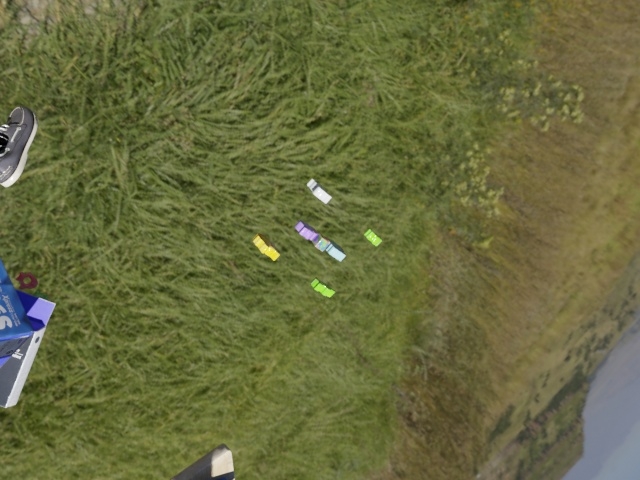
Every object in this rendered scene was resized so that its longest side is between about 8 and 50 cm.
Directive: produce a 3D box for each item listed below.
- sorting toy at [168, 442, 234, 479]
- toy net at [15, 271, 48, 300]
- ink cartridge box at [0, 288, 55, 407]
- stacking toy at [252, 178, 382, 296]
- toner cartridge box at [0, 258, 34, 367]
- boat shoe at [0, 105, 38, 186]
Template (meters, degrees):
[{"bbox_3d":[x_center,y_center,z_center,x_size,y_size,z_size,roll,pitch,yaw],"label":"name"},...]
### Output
[{"bbox_3d":[-0.253,0.563,1.146,0.255,0.089,0.257,-28,134,-34],"label":"sorting toy"},{"bbox_3d":[-0.685,0.081,1.264,0.122,0.045,0.232,-40,112,-21],"label":"toy net"},{"bbox_3d":[-0.639,0.181,1.126,0.045,0.206,0.208,129,-19,-84],"label":"ink cartridge box"},{"bbox_3d":[0.000,0.000,1.186,0.167,0.052,0.221,-46,125,10],"label":"stacking toy"},{"bbox_3d":[-0.606,0.051,0.982,0.165,0.347,0.075,-39,163,24],"label":"toner cartridge box"},{"bbox_3d":[-0.591,-0.194,1.133,0.075,0.206,0.065,-27,139,21],"label":"boat shoe"}]
